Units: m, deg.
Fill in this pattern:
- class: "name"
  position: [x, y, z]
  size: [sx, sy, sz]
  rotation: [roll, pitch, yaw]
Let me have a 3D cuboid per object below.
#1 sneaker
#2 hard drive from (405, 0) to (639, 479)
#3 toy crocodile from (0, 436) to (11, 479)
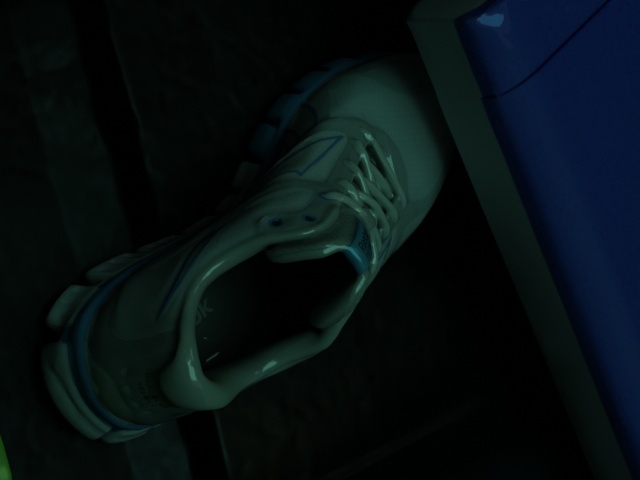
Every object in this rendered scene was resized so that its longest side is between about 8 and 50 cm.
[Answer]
- class: "sneaker"
  position: [0.000, 0.000, 0.568]
  size: [0.191, 0.083, 0.071]
  rotation: [-46, 114, -31]
- class: "hard drive"
  position: [0.162, -0.009, 0.694]
  size: [0.210, 0.040, 0.319]
  rotation: [-44, 124, -30]
- class: "toy crocodile"
  position: [-0.125, 0.204, 0.451]
  size: [0.115, 0.105, 0.341]
  rotation: [9, 84, -38]
